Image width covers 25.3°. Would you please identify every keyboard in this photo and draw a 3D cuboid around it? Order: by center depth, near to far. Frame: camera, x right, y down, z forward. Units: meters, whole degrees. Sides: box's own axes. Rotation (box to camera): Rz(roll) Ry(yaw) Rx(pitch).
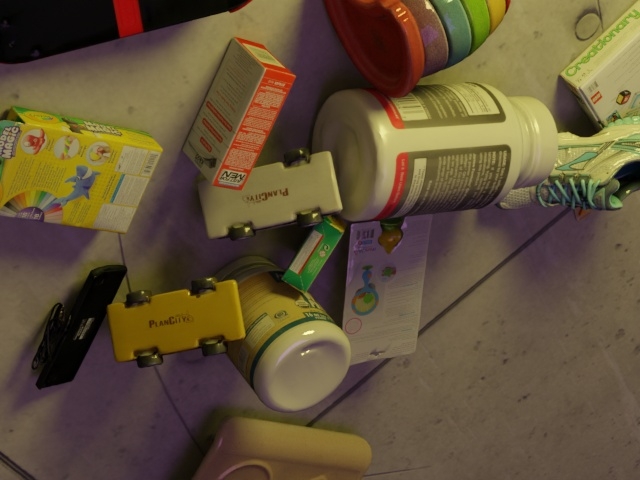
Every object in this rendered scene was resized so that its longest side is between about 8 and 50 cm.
[{"bbox_3d":[-0.330,0.109,1.887,0.100,0.038,0.192,-6,127,-61],"label":"keyboard"}]

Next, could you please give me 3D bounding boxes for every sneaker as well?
[{"bbox_3d":[0.392,-0.097,2.128,0.283,0.122,0.110,-18,139,6],"label":"sneaker"}]

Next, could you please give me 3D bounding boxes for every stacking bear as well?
[{"bbox_3d":[0.173,-0.321,1.825,0.289,0.175,0.164,-35,134,-19],"label":"stacking bear"}]

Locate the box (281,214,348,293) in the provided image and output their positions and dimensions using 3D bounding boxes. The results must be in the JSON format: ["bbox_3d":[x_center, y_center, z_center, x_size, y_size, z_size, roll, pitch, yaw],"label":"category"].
[{"bbox_3d":[0.000,0.000,1.963,0.043,0.179,0.105,33,104,1],"label":"box"}]

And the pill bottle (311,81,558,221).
[{"bbox_3d":[0.163,-0.125,1.943,0.318,0.176,0.176,-6,125,-31],"label":"pill bottle"}]

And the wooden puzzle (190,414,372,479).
[{"bbox_3d":[-0.117,0.433,2.248,0.322,0.080,0.348,15,108,-42],"label":"wooden puzzle"}]

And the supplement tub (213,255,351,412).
[{"bbox_3d":[-0.064,0.125,1.956,0.144,0.199,0.144,-19,132,-23],"label":"supplement tub"}]

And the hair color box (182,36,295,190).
[{"bbox_3d":[-0.104,-0.158,1.791,0.053,0.093,0.167,11,116,-39],"label":"hair color box"}]

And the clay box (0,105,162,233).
[{"bbox_3d":[-0.315,-0.085,1.726,0.222,0.053,0.127,10,116,-38],"label":"clay box"}]

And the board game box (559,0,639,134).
[{"bbox_3d":[0.520,-0.289,2.158,0.305,0.053,0.193,-43,136,0],"label":"board game box"}]

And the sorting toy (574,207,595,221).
[{"bbox_3d":[0.443,-0.072,2.298,0.083,0.012,0.062,-33,135,-9],"label":"sorting toy"}]

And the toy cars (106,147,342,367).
[{"bbox_3d":[-0.120,0.025,1.885,0.393,0.176,0.087,-53,166,8],"label":"toy cars"}]

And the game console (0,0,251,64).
[{"bbox_3d":[-0.229,-0.393,1.544,0.342,0.060,0.386,-15,130,-12],"label":"game console"}]

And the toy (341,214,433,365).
[{"bbox_3d":[0.086,0.066,2.122,0.137,0.056,0.237,-8,121,-26],"label":"toy"}]
